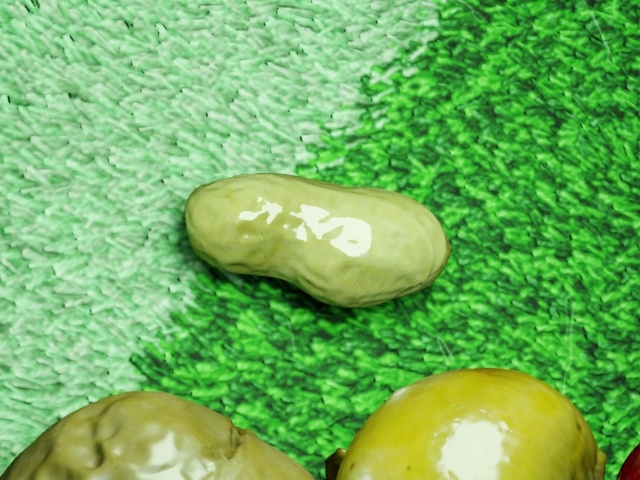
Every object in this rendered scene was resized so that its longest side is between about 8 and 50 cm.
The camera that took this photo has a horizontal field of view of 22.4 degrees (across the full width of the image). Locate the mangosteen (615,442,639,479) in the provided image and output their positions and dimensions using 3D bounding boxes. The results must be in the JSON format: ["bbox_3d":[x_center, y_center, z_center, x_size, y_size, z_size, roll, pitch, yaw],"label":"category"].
[{"bbox_3d":[0.443,0.309,1.828,0.215,0.257,0.215,0,88,0],"label":"mangosteen"}]

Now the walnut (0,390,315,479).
[{"bbox_3d":[-0.172,0.339,1.586,0.354,0.308,0.398,33,58,8],"label":"walnut"}]

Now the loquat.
[{"bbox_3d":[0.137,0.296,1.721,0.359,0.328,0.328,-1,66,28],"label":"loquat"}]

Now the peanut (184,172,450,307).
[{"bbox_3d":[0.000,0.000,1.851,0.319,0.147,0.147,10,69,-18],"label":"peanut"}]
